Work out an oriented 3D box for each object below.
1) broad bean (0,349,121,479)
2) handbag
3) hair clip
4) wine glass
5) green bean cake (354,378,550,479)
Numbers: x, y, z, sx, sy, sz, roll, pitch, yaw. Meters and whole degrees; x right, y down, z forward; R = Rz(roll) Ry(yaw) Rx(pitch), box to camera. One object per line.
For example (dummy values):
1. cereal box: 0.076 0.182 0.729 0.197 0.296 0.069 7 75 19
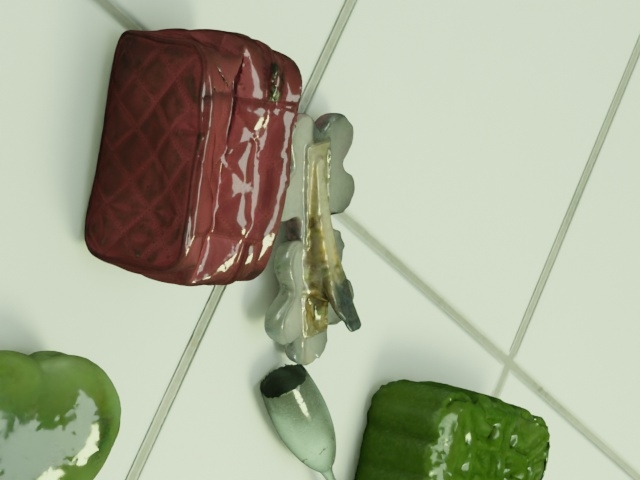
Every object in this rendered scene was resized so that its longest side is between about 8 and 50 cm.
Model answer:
1. broad bean: -0.264 0.175 1.640 0.228 0.100 0.169 -8 98 -37
2. handbag: -0.109 -0.073 1.719 0.135 0.146 0.225 4 96 -45
3. hair clip: -0.006 -0.001 1.924 0.146 0.075 0.257 -18 107 -49
4. wine glass: -0.006 0.210 1.981 0.066 0.066 0.198 -48 130 -32
5. green bean cake: 0.135 0.282 2.114 0.222 0.125 0.248 21 83 -51
